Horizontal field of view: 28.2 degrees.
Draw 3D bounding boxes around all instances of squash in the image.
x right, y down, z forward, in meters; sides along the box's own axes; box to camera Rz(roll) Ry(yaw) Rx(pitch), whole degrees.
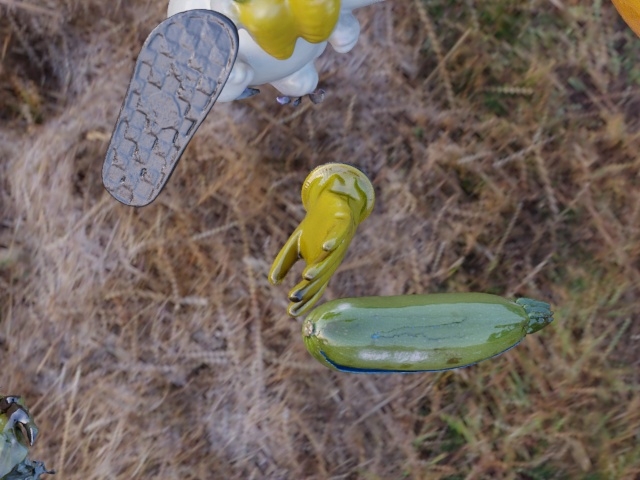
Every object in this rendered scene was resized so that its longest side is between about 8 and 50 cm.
[{"bbox_3d":[0.122,0.101,1.398,0.340,0.094,0.095,-2,69,-33],"label":"squash"}]

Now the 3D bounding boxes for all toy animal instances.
[{"bbox_3d":[-0.017,-0.273,1.207,0.182,0.310,0.247,18,40,-24],"label":"toy animal"}]

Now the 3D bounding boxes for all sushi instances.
[{"bbox_3d":[-0.335,0.303,1.290,0.131,0.139,0.291,8,104,-27],"label":"sushi"}]

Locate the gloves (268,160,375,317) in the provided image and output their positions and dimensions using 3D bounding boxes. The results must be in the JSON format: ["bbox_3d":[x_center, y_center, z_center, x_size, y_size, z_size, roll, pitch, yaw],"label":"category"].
[{"bbox_3d":[0.000,-0.001,1.889,0.116,0.133,0.294,17,33,3],"label":"gloves"}]

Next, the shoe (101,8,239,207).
[{"bbox_3d":[-0.120,-0.111,1.012,0.071,0.179,0.049,29,25,-2],"label":"shoe"}]

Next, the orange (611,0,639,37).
[{"bbox_3d":[0.346,-0.243,0.898,0.312,0.312,0.312,7,67,-17],"label":"orange"}]
